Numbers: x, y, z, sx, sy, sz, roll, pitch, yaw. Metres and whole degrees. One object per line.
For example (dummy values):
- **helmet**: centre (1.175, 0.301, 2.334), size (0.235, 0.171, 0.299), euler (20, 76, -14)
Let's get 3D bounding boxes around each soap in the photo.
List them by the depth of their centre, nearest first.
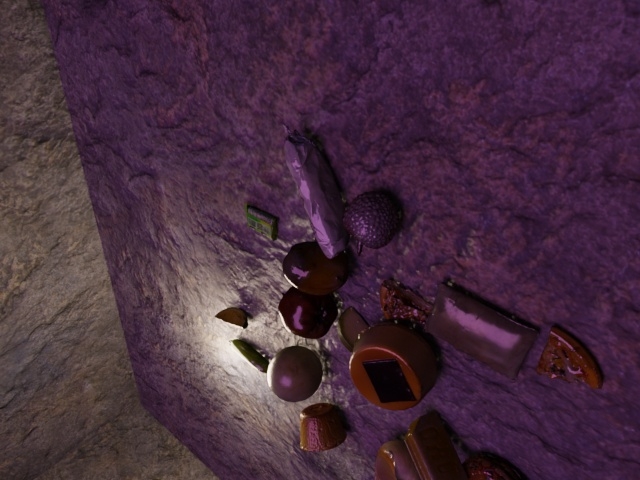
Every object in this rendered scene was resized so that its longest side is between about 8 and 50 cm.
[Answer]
- **soap**: centre (0.370, 0.697, 1.647), size (0.073, 0.140, 0.232), euler (-56, 47, 44)

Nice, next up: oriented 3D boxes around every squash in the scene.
- **squash**: centre (0.109, 0.361, 1.806), size (0.192, 0.085, 0.184), euler (49, 137, 14)
- **squash**: centre (-0.329, 0.538, 2.360), size (0.318, 0.080, 0.071), euler (28, 93, 29)

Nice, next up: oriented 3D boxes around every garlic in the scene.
- **garlic**: centre (0.313, 0.895, 1.833), size (0.285, 0.250, 0.313), euler (31, 154, 7)

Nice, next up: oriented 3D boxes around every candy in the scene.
- **candy**: centre (-0.229, -0.073, 1.922), size (0.178, 0.032, 0.102), euler (26, 126, 34)

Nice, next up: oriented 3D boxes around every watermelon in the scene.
- **watermelon**: centre (-0.389, 0.367, 2.305), size (0.181, 0.092, 0.075), euler (11, 135, 31)

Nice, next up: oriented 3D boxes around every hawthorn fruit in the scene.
- **hawthorn fruit**: centre (-0.063, 0.244, 1.834), size (0.248, 0.207, 0.208), euler (23, 129, 52)

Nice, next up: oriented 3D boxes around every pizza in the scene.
- **pizza**: centre (0.618, 0.312, 1.308), size (0.176, 0.036, 0.185), euler (-31, 90, 49)
- **pizza**: centre (0.269, 0.214, 1.569), size (0.193, 0.069, 0.154), euler (13, 122, 39)

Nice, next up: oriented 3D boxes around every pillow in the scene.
- **pillow**: centre (0.439, 0.254, 1.419), size (0.302, 0.074, 0.185), euler (28, 122, 27)

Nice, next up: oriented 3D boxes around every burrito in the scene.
- **burrito**: centre (-0.011, -0.165, 1.575), size (0.101, 0.138, 0.446), euler (-15, 98, 53)

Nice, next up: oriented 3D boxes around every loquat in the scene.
- **loquat**: centre (-0.015, 0.091, 1.672), size (0.227, 0.179, 0.179), euler (6, 129, -8)

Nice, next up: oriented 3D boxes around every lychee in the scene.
- **lychee**: centre (0.142, -0.048, 1.466), size (0.165, 0.165, 0.198), euler (37, 101, 23)

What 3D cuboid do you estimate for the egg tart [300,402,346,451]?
- **egg tart**: centre (0.000, 0.772, 2.097), size (0.202, 0.202, 0.147), euler (-10, 93, 47)

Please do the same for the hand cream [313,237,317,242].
- **hand cream**: centre (0.000, 0.000, 1.742), size (0.061, 0.039, 0.143), euler (47, 129, 22)

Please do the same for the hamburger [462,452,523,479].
- **hamburger**: centre (0.556, 0.798, 1.612), size (0.230, 0.106, 0.231), euler (30, 132, 39)

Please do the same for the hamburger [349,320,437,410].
- **hamburger**: centre (0.233, 0.400, 1.630), size (0.299, 0.176, 0.301), euler (14, 120, 26)

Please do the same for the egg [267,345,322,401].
- **egg**: centre (-0.109, 0.545, 2.037), size (0.218, 0.218, 0.295), euler (50, 152, 10)
